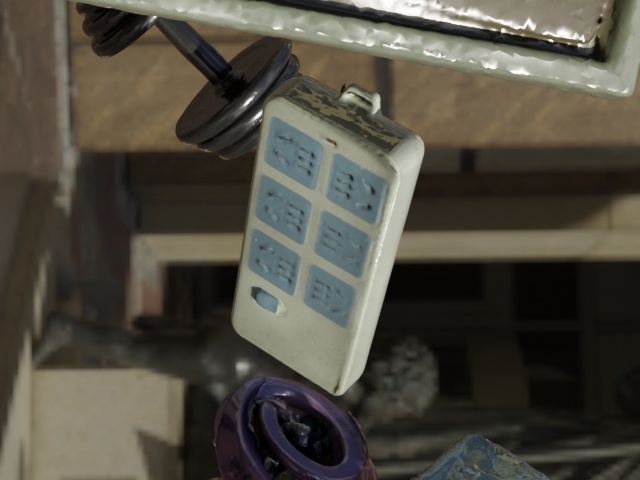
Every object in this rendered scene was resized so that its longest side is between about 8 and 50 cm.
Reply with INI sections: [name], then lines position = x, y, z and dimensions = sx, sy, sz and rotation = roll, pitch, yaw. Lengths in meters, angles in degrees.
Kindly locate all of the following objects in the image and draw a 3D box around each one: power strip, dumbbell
[power strip]
position = 0.000, 0.000, 0.843
dimensions = 0.035, 0.081, 0.192
rotation = -44, 156, -41
[dumbbell]
position = -0.082, -0.125, 1.042
dimensions = 0.208, 0.099, 0.099
rotation = 45, 17, -19

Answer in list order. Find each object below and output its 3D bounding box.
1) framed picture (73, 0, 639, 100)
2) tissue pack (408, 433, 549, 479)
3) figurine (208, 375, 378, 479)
[framed picture]
position = 0.023, -0.213, 0.453
dimensions = 0.020, 0.240, 0.324
rotation = -135, -126, -66
[tissue pack]
position = 0.038, 0.319, 1.237
dimensions = 0.228, 0.103, 0.315
rotation = -29, 150, -53
[figurine]
position = -0.026, 0.160, 1.014
dimensions = 0.126, 0.114, 0.157
rotation = 42, -39, 20
